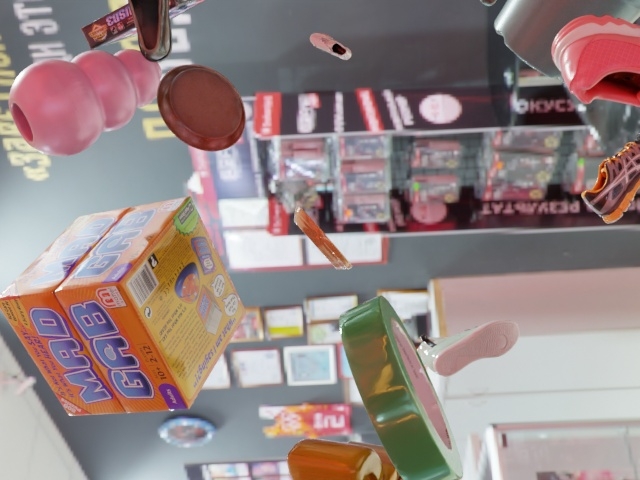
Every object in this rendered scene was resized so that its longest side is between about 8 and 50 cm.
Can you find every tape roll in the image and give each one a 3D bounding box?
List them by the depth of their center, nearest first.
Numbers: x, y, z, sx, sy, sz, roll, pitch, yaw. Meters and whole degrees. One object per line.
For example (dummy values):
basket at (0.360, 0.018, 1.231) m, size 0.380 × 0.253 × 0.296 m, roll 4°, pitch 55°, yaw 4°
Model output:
tape roll at (0.133, 0.250, 1.405) m, size 0.321 × 0.077 × 0.321 m, roll 63°, pitch -172°, yaw -16°

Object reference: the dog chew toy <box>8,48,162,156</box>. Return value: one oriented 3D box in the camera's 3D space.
dog chew toy at (-0.493, -0.315, 1.858) m, size 0.206 × 0.332 × 0.206 m, roll 38°, pitch 144°, yaw 34°

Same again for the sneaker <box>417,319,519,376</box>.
sneaker at (0.361, 0.250, 2.149) m, size 0.151 × 0.256 × 0.094 m, roll 18°, pitch 125°, yaw 66°

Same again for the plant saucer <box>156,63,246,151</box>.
plant saucer at (-0.204, -0.235, 1.501) m, size 0.029 × 0.168 × 0.168 m, roll -61°, pitch -26°, yaw -49°

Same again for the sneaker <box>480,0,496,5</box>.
sneaker at (0.350, -0.545, 1.682) m, size 0.076 × 0.065 × 0.166 m, roll 24°, pitch 107°, yaw 57°

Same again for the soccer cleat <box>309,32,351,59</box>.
soccer cleat at (0.017, -0.344, 1.513) m, size 0.029 × 0.083 × 0.035 m, roll -60°, pitch -12°, yaw 6°

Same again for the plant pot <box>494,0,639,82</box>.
plant pot at (0.617, -0.583, 2.064) m, size 0.334 × 0.341 × 0.341 m, roll -55°, pitch 22°, yaw 33°

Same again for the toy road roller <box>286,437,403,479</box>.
toy road roller at (0.056, 0.437, 1.544) m, size 0.329 × 0.203 × 0.240 m, roll -43°, pitch -49°, yaw -55°

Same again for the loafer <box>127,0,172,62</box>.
loafer at (-0.360, -0.509, 1.786) m, size 0.084 × 0.096 × 0.267 m, roll -99°, pitch -2°, yaw -85°

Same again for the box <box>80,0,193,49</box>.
box at (-0.438, -0.615, 2.282) m, size 0.073 × 0.296 × 0.293 m, roll 63°, pitch -153°, yaw -14°

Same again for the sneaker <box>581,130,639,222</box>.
sneaker at (0.589, -0.141, 1.668) m, size 0.215 × 0.083 × 0.084 m, roll -58°, pitch 1°, yaw -6°

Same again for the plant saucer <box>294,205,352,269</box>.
plant saucer at (0.000, 0.000, 2.092) m, size 0.200 × 0.037 × 0.200 m, roll 48°, pitch 180°, yaw 0°

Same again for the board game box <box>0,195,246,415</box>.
board game box at (-0.453, 0.158, 2.038) m, size 0.356 × 0.356 × 0.356 m, roll 67°, pitch -151°, yaw -26°

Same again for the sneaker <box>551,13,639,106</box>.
sneaker at (0.479, -0.227, 1.169) m, size 0.116 × 0.314 × 0.136 m, roll 82°, pitch -170°, yaw -48°
